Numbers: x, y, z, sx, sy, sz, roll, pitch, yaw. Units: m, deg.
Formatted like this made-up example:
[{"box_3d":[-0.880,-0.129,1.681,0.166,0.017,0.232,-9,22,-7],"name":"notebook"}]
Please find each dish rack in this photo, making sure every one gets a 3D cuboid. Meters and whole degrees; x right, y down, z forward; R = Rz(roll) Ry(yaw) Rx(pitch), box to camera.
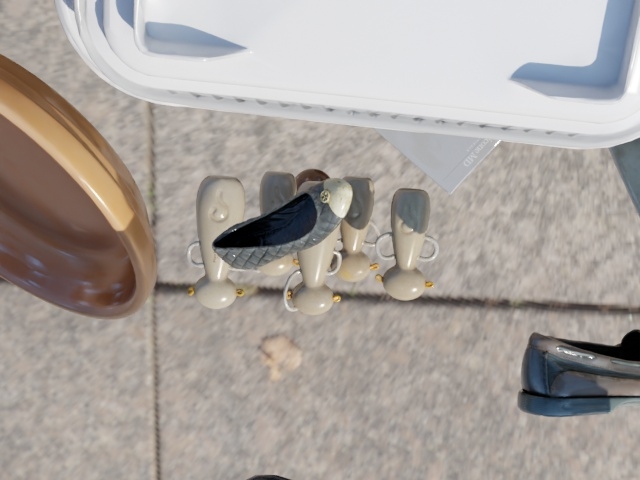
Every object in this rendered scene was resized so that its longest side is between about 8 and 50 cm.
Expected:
[{"box_3d":[0.035,-0.184,0.515,0.286,0.072,0.332,7,117,1],"name":"dish rack"}]

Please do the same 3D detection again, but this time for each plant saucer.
[{"box_3d":[-0.163,-0.037,0.715,0.200,0.200,0.037,33,63,4],"name":"plant saucer"}]

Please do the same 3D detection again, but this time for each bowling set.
[{"box_3d":[0.000,0.000,1.629,0.287,0.200,0.154,5,99,8],"name":"bowling set"}]

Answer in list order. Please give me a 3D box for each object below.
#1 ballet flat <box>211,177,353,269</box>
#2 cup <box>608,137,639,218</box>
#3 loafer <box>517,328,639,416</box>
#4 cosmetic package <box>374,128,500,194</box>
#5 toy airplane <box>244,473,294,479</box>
[{"box_3d":[-0.037,-0.015,1.419,0.173,0.049,0.057,-30,60,30],"name":"ballet flat"},{"box_3d":[0.363,-0.027,0.956,0.237,0.331,0.331,-27,95,8],"name":"cup"},{"box_3d":[0.319,0.128,1.417,0.267,0.096,0.084,-3,95,-31],"name":"loafer"},{"box_3d":[0.125,-0.187,1.816,0.238,0.107,0.127,39,105,-4],"name":"cosmetic package"},{"box_3d":[-0.153,0.175,0.492,0.384,0.386,0.272,19,80,16],"name":"toy airplane"}]
